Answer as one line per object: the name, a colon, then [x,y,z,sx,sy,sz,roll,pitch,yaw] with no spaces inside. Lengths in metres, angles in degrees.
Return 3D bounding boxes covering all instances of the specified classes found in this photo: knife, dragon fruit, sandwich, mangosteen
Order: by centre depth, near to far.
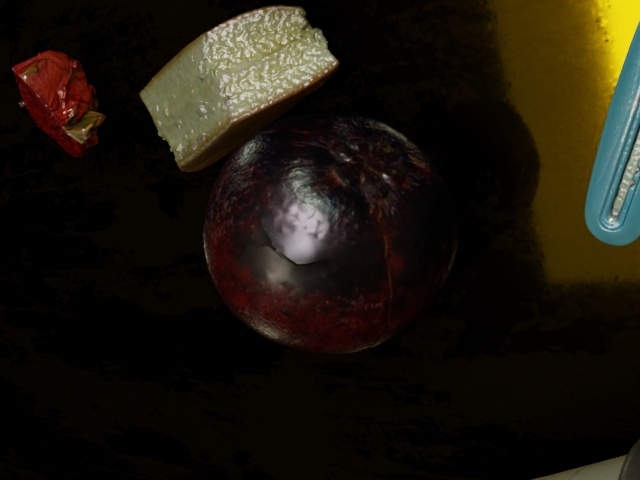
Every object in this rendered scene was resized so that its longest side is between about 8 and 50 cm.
knife: [0.240,-0.092,0.521,0.064,0.031,0.222,23,124,23]
mangosteen: [0.000,0.000,0.627,0.216,0.216,0.216,17,120,31]
sandwich: [-0.104,-0.139,0.725,0.258,0.096,0.094,-30,86,40]
dragon fruit: [-0.298,-0.162,0.873,0.106,0.083,0.162,47,158,-3]

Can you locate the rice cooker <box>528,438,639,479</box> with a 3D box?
rice cooker: [0.253,0.291,0.548,0.316,0.264,0.317,4,145,3]
